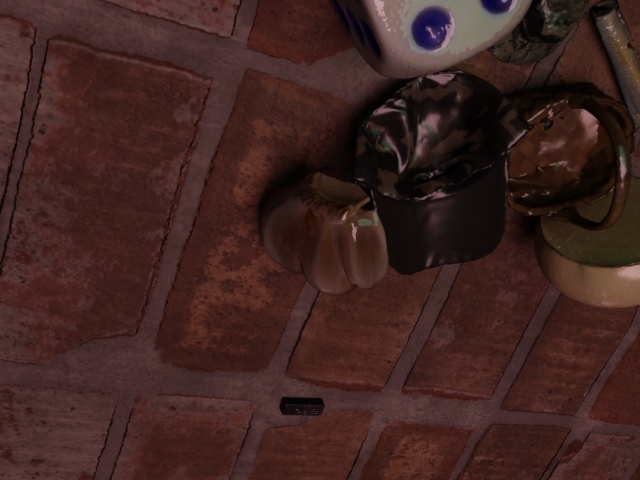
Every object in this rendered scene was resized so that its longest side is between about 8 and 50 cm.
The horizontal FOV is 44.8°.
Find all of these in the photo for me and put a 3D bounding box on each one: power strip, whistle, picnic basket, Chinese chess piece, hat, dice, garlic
[{"bbox_3d":[-0.045,0.413,1.928,0.111,0.029,0.038,6,117,-23],"label":"power strip"},{"bbox_3d":[0.672,-0.381,1.705,0.068,0.057,0.326,-34,125,6],"label":"whistle"},{"bbox_3d":[0.537,-0.163,1.629,0.337,0.337,0.293,-11,122,-13],"label":"picnic basket"},{"bbox_3d":[0.655,-0.004,1.749,0.338,0.338,0.141,-22,131,-6],"label":"Chinese chess piece"},{"bbox_3d":[0.234,-0.129,1.623,0.366,0.257,0.382,-10,143,-4],"label":"hat"},{"bbox_3d":[0.170,-0.486,1.336,0.304,0.277,0.304,-30,127,-3],"label":"dice"},{"bbox_3d":[0.001,-0.001,1.574,0.132,0.279,0.325,-50,155,-35],"label":"garlic"},{"bbox_3d":[0.449,-0.463,1.538,0.265,0.128,0.266,-9,119,-17],"label":"hat"}]

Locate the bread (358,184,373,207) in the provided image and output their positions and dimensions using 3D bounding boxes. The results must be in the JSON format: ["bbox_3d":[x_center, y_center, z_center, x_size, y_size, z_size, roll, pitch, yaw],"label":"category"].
[{"bbox_3d":[0.106,-0.117,1.662,0.043,0.062,0.109,-11,80,-16],"label":"bread"}]
